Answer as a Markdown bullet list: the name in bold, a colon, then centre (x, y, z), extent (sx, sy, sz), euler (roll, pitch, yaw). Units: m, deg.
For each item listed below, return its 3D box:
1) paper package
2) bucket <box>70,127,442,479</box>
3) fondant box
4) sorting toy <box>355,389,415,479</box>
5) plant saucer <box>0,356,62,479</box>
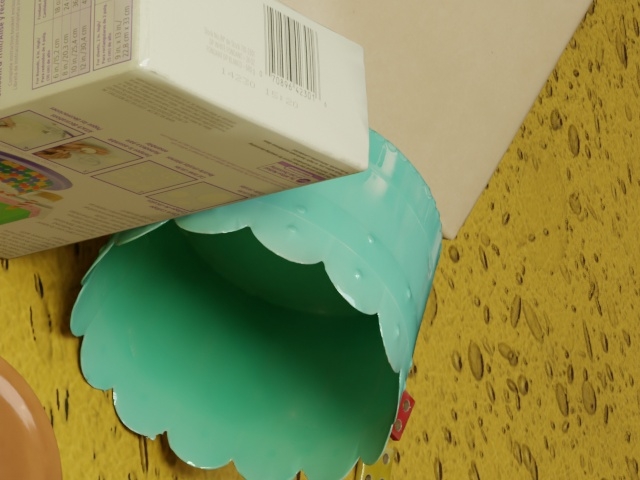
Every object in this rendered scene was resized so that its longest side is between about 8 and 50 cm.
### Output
- **paper package**: centre (0.055, -0.211, 1.667), extent (0.309, 0.168, 0.325), euler (44, 65, -29)
- **bucket**: centre (-0.042, 0.036, 1.476), extent (0.281, 0.281, 0.183), euler (57, 37, -30)
- **fondant box**: centre (-0.168, -0.083, 1.253), extent (0.238, 0.330, 0.096), euler (22, 61, -53)
- **sorting toy**: centre (0.024, 0.130, 1.718), extent (0.274, 0.046, 0.132), euler (54, 50, -39)
- **plant saucer**: centre (-0.246, 0.143, 1.289), extent (0.200, 0.037, 0.200), euler (37, 37, -35)
